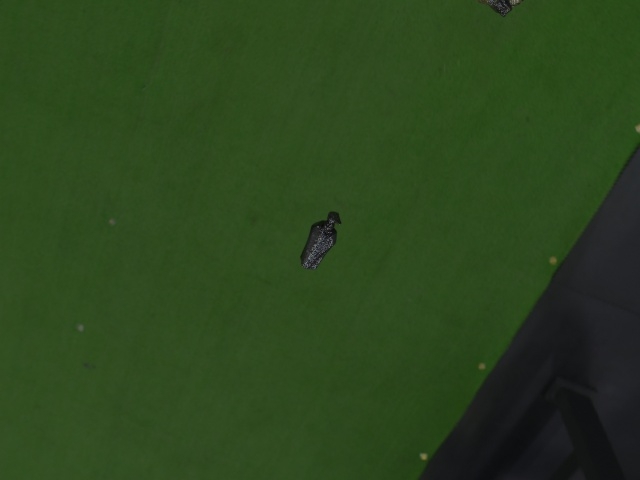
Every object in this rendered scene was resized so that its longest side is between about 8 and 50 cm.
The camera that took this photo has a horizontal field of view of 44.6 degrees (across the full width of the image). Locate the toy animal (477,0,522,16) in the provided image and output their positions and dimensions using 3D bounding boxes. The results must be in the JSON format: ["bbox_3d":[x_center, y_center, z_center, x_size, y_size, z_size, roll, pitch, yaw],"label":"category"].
[{"bbox_3d":[0.152,-0.304,0.707,0.103,0.101,0.218,8,92,4],"label":"toy animal"}]

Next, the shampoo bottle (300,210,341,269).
[{"bbox_3d":[0.000,0.000,1.251,0.048,0.027,0.137,41,142,10],"label":"shampoo bottle"}]
